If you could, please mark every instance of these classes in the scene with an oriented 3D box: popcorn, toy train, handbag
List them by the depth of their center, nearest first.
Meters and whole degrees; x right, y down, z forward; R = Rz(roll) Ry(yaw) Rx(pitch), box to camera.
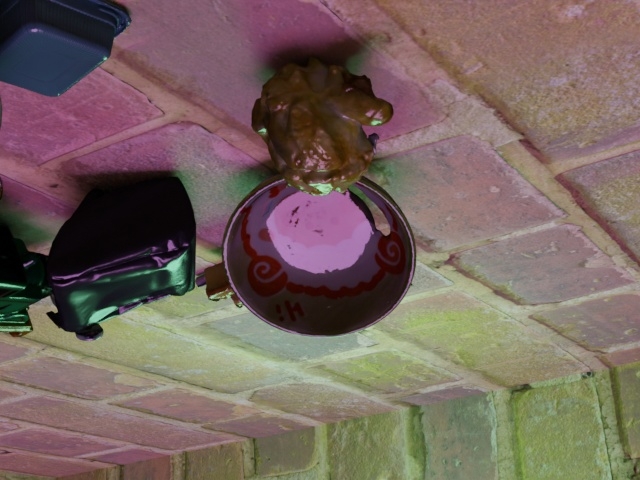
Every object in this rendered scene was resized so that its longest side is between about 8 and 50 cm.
[{"bbox_3d":[0.011,-0.155,1.323,0.198,0.198,0.212,18,141,-41],"label":"popcorn"},{"bbox_3d":[-0.354,0.019,1.687,0.275,0.177,0.302,-14,162,-14],"label":"handbag"},{"bbox_3d":[-0.597,0.070,1.694,0.249,0.178,0.429,-25,169,12],"label":"toy train"}]

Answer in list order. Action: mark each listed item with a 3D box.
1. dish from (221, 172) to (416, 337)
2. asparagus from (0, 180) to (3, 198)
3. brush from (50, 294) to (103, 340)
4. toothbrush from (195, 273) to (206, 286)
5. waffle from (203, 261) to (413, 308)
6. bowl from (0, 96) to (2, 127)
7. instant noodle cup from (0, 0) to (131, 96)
[{"bbox_3d":[0.000,0.000,1.684,0.324,0.124,0.324,1,120,3],"label":"dish"},{"bbox_3d":[-0.565,-0.046,1.683,0.034,0.027,0.236,-9,162,-26],"label":"asparagus"},{"bbox_3d":[-0.469,0.144,1.885,0.068,0.060,0.297,-8,-158,-23],"label":"brush"},{"bbox_3d":[-0.124,0.033,1.951,0.354,0.024,0.029,-23,159,37],"label":"toothbrush"},{"bbox_3d":[-0.014,0.077,1.969,0.304,0.077,0.348,-20,158,26],"label":"waffle"},{"bbox_3d":[-0.499,-0.187,1.132,0.287,0.143,0.287,2,128,2],"label":"bowl"},{"bbox_3d":[-0.337,-0.242,1.204,0.179,0.070,0.157,-25,151,39],"label":"instant noodle cup"}]
